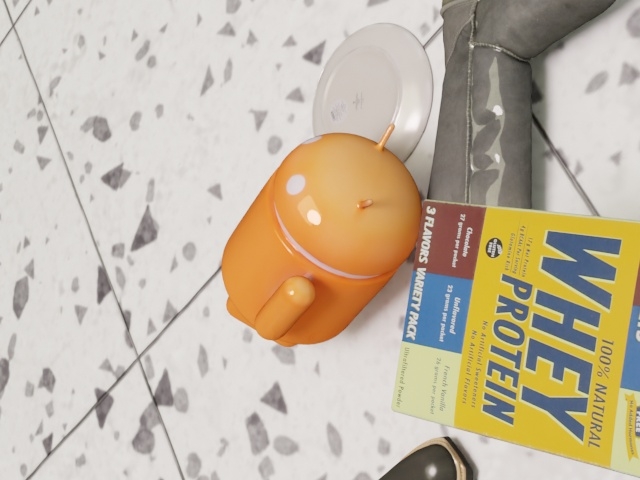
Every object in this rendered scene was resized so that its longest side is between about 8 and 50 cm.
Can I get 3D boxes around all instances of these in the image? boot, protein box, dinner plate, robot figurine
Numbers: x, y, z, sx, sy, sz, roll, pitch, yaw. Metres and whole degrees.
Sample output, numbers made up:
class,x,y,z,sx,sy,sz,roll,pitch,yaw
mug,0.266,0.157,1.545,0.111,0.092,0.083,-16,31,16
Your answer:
class,x,y,z,sx,sy,sz,roll,pitch,yaw
boot,0.146,-0.095,0.917,0.189,0.076,0.209,-10,69,58
boot,0.017,0.230,0.944,0.198,0.137,0.077,-55,50,22
protein box,0.190,0.061,0.758,0.201,0.199,0.136,8,89,45
dinner plate,0.039,-0.121,1.070,0.141,0.017,0.141,-10,76,45
robot figurine,0.000,-0.002,0.989,0.128,0.158,0.219,61,141,19
